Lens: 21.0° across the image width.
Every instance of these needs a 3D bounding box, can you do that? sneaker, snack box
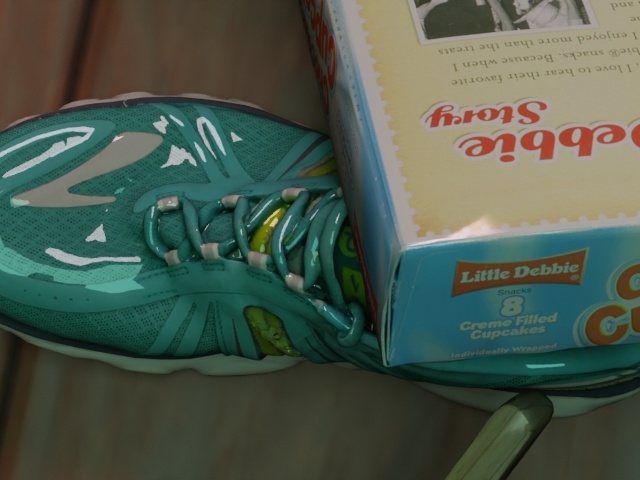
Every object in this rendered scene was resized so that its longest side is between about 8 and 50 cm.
[{"bbox_3d":[0.000,0.000,0.604,0.275,0.110,0.107,6,85,1],"label":"sneaker"},{"bbox_3d":[0.162,-0.061,0.570,0.322,0.060,0.187,-5,49,-8],"label":"snack box"}]

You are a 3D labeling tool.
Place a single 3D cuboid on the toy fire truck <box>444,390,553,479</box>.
[{"bbox_3d":[0.022,0.183,0.527,0.158,0.217,0.246,-10,90,-1],"label":"toy fire truck"}]
